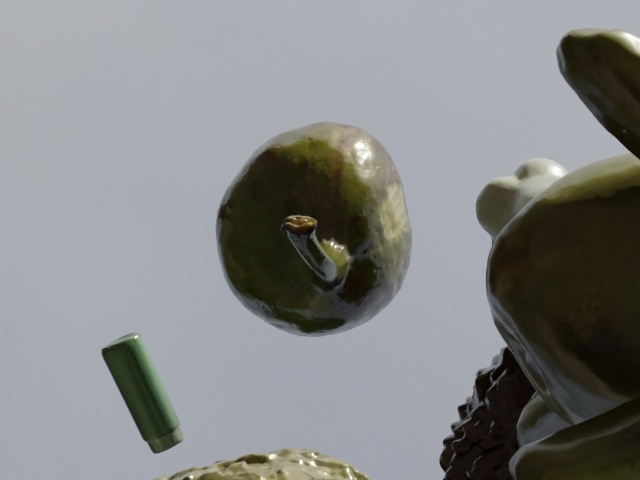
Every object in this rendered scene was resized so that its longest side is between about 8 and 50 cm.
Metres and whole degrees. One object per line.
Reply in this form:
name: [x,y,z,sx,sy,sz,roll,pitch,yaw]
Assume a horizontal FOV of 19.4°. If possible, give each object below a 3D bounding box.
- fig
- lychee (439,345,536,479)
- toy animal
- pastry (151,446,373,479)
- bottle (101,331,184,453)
fig: [0.000,0.000,1.220,0.149,0.149,0.245,-63,-176,6]
lychee: [0.221,0.157,1.201,0.267,0.267,0.267,-18,-117,40]
toy animal: [0.140,0.026,0.758,0.363,0.180,0.181,0,-106,54]
pastry: [-0.052,0.311,1.435,0.329,0.330,0.136,-56,-164,14]
bottle: [-0.123,0.107,1.308,0.030,0.030,0.083,-20,-82,39]
